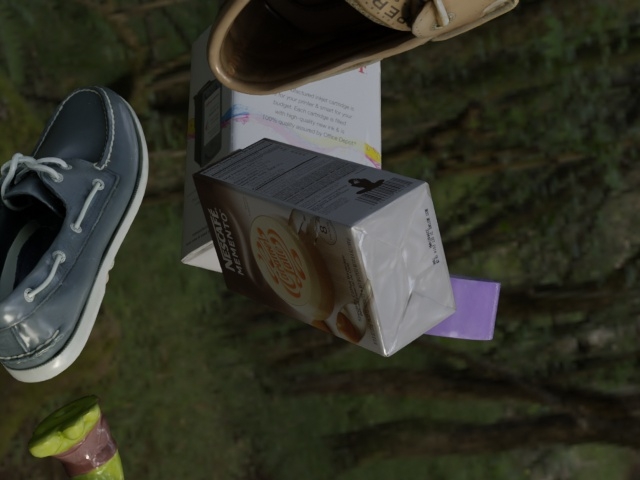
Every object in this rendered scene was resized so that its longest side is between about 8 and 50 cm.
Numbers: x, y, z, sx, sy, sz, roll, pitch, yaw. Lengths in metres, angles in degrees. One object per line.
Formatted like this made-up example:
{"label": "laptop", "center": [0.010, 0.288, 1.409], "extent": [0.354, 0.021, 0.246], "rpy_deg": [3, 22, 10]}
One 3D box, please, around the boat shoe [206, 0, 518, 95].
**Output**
{"label": "boat shoe", "center": [0.057, -0.149, 0.672], "extent": [0.121, 0.341, 0.110], "rpy_deg": [40, 61, -18]}

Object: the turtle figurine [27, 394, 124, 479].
{"label": "turtle figurine", "center": [-0.092, 0.189, 0.681], "extent": [0.217, 0.269, 0.087], "rpy_deg": [61, 22, -8]}

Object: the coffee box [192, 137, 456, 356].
{"label": "coffee box", "center": [0.000, 0.000, 1.276], "extent": [0.246, 0.098, 0.141], "rpy_deg": [19, -48, 49]}

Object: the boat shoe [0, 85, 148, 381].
{"label": "boat shoe", "center": [-0.237, -0.032, 1.197], "extent": [0.099, 0.116, 0.320], "rpy_deg": [56, 33, -46]}

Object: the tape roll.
{"label": "tape roll", "center": [0.147, 0.082, 1.824], "extent": [0.189, 0.189, 0.080], "rpy_deg": [-2, 99, -81]}

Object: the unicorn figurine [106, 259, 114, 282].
{"label": "unicorn figurine", "center": [-0.302, -0.014, 1.785], "extent": [0.111, 0.060, 0.162], "rpy_deg": [-20, -92, 65]}

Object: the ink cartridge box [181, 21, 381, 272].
{"label": "ink cartridge box", "center": [-0.045, -0.106, 1.664], "extent": [0.226, 0.131, 0.306], "rpy_deg": [15, 63, -31]}
